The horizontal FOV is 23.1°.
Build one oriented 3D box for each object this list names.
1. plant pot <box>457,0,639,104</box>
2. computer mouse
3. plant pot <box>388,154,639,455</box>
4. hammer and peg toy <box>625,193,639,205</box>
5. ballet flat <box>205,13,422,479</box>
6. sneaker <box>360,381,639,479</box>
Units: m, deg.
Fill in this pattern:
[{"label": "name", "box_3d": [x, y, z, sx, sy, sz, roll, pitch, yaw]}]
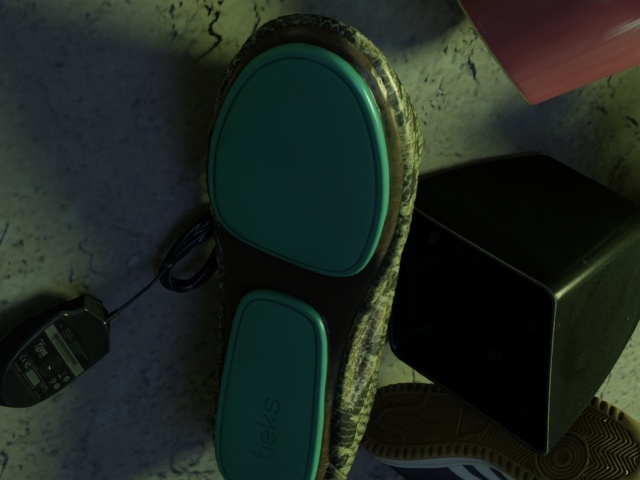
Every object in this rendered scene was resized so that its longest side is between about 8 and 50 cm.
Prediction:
[{"label": "plant pot", "box_3d": [0.198, -0.203, 1.168, 0.180, 0.201, 0.201, -32, 138, 13]}, {"label": "computer mouse", "box_3d": [-0.161, 0.044, 1.212, 0.242, 0.041, 0.071, -36, 136, -16]}, {"label": "plant pot", "box_3d": [0.180, 0.032, 1.343, 0.167, 0.187, 0.188, -33, 138, -30]}, {"label": "hammer and peg toy", "box_3d": [0.457, -0.036, 1.387, 0.361, 0.127, 0.266, -1, 151, -8]}, {"label": "ballet flat", "box_3d": [0.000, 0.000, 1.211, 0.182, 0.164, 0.483, -52, 156, -45]}, {"label": "sneaker", "box_3d": [0.185, 0.202, 1.432, 0.153, 0.282, 0.099, 50, 53, -51]}]
